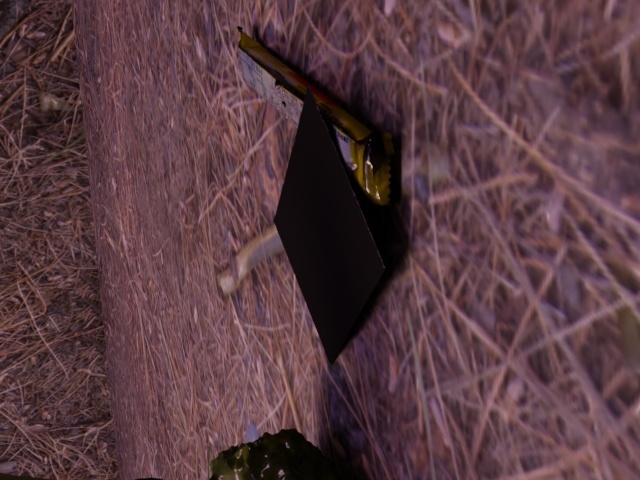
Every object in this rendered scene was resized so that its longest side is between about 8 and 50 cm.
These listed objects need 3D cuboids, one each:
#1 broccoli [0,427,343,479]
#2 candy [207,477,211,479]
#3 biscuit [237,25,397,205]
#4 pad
[{"bbox_3d":[-0.094,0.256,0.564,0.254,0.302,0.186,-122,35,-44],"label":"broccoli"},{"bbox_3d":[-0.042,0.295,0.743,0.097,0.096,0.210,110,141,-53],"label":"candy"},{"bbox_3d":[-0.018,-0.097,0.610,0.292,0.026,0.048,-130,33,-57],"label":"biscuit"},{"bbox_3d":[0.000,0.000,0.589,0.190,0.004,0.127,111,140,-63],"label":"pad"}]
